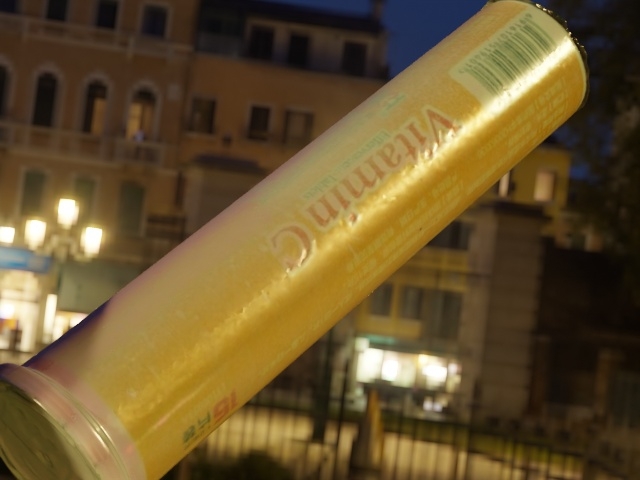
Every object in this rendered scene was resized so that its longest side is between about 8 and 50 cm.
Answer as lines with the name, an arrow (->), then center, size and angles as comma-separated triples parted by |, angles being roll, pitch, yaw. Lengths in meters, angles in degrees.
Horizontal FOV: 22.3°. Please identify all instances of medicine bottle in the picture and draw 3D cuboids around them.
medicine bottle -> 0.000, 0.000, 0.936 | 0.426, 0.108, 0.108 | -39, 24, -31
